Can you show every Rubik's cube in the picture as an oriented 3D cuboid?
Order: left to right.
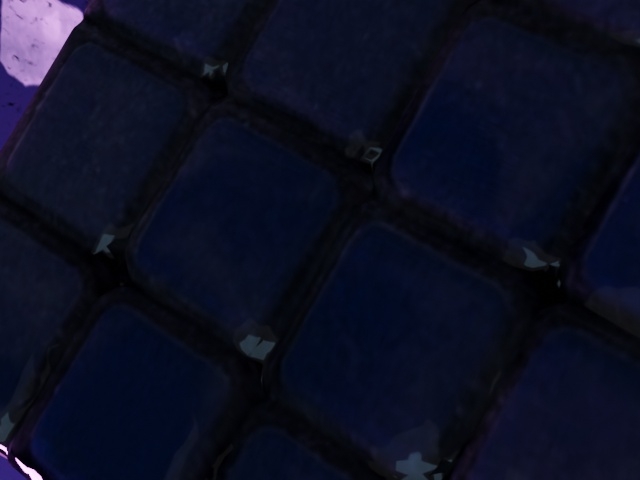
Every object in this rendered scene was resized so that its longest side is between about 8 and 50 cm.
[{"bbox_3d":[0.092,0.019,0.603,0.337,0.344,0.344,30,90,32],"label":"Rubik's cube"}]
